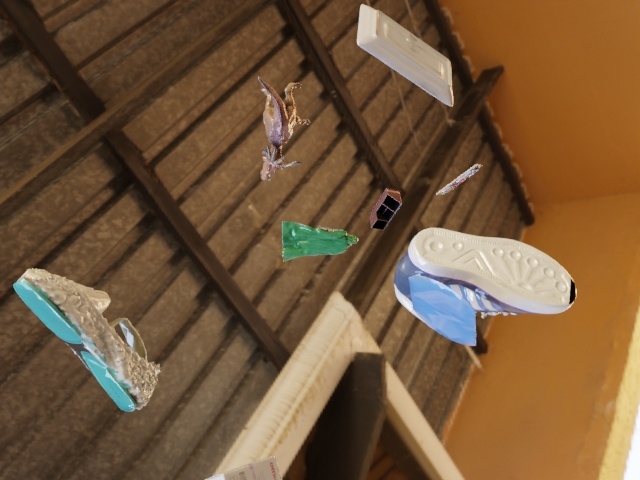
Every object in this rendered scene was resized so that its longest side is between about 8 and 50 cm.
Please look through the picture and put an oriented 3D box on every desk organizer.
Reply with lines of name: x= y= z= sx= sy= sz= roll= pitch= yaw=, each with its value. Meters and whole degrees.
desk organizer: x=0.191 y=-0.091 z=1.910 sx=0.047 sy=0.130 sz=0.050 roll=10 pitch=-131 yaw=-18

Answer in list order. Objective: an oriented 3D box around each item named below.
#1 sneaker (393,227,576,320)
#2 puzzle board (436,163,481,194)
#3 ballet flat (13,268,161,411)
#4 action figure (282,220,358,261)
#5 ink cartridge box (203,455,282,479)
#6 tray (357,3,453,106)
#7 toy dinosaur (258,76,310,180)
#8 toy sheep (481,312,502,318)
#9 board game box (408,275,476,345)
sneaker: x=0.303 y=0.102 z=1.274 sx=0.236 sy=0.322 sz=0.130 roll=100 pitch=-171 yaw=-56
puzzle board: x=0.364 y=-0.157 z=1.686 sx=0.011 sy=0.128 sz=0.096 roll=55 pitch=-160 yaw=8
ballet flat: x=-0.481 y=0.192 z=1.380 sx=0.147 sy=0.146 sz=0.409 roll=-53 pitch=-52 yaw=-38
action figure: x=0.000 y=0.000 z=1.978 sx=0.064 sy=0.232 sz=0.137 roll=-87 pitch=-2 yaw=-61
ink cartridge box: x=-0.166 y=0.578 z=1.468 sx=0.175 sy=0.072 sz=0.128 roll=4 pitch=-118 yaw=-54
tray: x=0.197 y=-0.411 z=1.415 sx=0.270 sy=0.030 sz=0.145 roll=26 pitch=-132 yaw=-25
toy dinosaur: x=-0.110 y=-0.301 z=1.750 sx=0.296 sy=0.127 sz=0.201 roll=83 pitch=-166 yaw=-61
toy sheep: x=0.524 y=0.181 z=1.933 sx=0.132 sy=0.091 sz=0.091 roll=-43 pitch=-61 yaw=-13
board game box: x=0.220 y=0.112 z=1.124 sx=0.033 sy=0.133 sz=0.169 roll=-46 pitch=-36 yaw=-24
